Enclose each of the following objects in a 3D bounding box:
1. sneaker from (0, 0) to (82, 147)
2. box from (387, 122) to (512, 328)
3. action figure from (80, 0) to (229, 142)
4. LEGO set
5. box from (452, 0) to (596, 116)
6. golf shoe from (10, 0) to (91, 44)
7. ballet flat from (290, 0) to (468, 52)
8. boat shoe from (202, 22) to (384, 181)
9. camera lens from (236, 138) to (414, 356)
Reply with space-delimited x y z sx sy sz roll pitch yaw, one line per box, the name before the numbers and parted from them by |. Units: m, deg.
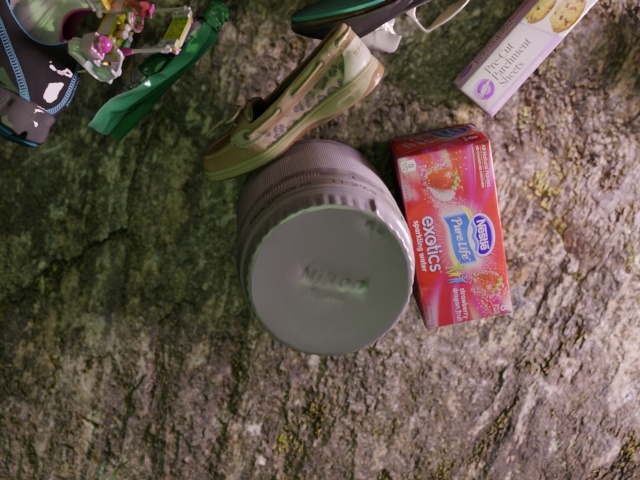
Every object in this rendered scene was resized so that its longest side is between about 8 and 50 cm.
sneaker | -0.444 -0.253 1.017 0.341 0.125 0.140 35 78 -20
box | 0.180 -0.022 1.220 0.128 0.122 0.257 -11 109 1
action figure | -0.209 -0.230 1.146 0.232 0.137 0.063 -41 94 2
LEGO set | -0.220 -0.324 1.080 0.107 0.132 0.287 2 74 16
box | 0.310 -0.309 1.156 0.067 0.063 0.324 39 103 -13
golf shoe | -0.388 -0.222 1.135 0.140 0.115 0.306 23 108 -13
ballet flat | 0.103 -0.304 1.137 0.280 0.095 0.096 -23 117 6
boat shoe | -0.054 -0.179 1.150 0.285 0.104 0.089 -32 116 19
camera lens | 0.000 0.000 1.136 0.219 0.274 0.219 -2 112 -5
